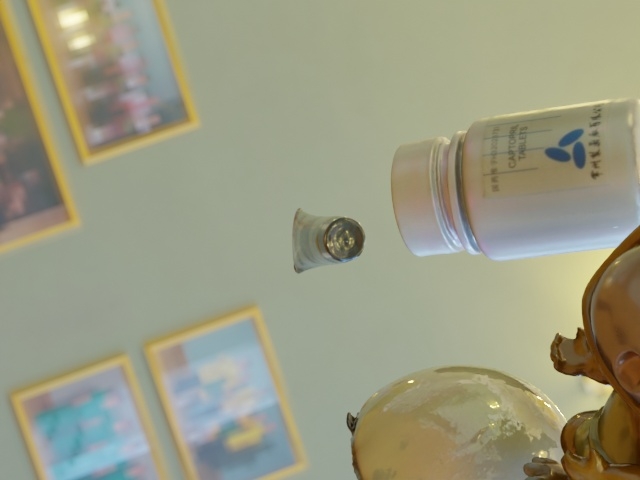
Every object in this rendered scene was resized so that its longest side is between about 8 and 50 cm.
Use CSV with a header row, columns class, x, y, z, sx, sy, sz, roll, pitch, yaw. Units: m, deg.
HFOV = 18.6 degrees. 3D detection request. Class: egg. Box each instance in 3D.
class,x,y,z,sx,sy,sz,roll,pitch,yaw
egg,0.174,0.216,1.893,0.264,0.174,0.286,55,22,19

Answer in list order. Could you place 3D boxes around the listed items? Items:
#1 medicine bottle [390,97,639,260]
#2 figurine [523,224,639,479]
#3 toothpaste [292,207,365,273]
class,x,y,z,sx,sy,sz,roll,pitch,yaw
medicine bottle,0.240,-0.063,2.242,0.170,0.293,0.170,-8,90,-69
figurine,0.332,0.110,1.640,0.387,0.268,0.401,-64,178,27
toothpaste,0.000,0.000,1.731,0.239,0.039,0.062,179,-88,-80
